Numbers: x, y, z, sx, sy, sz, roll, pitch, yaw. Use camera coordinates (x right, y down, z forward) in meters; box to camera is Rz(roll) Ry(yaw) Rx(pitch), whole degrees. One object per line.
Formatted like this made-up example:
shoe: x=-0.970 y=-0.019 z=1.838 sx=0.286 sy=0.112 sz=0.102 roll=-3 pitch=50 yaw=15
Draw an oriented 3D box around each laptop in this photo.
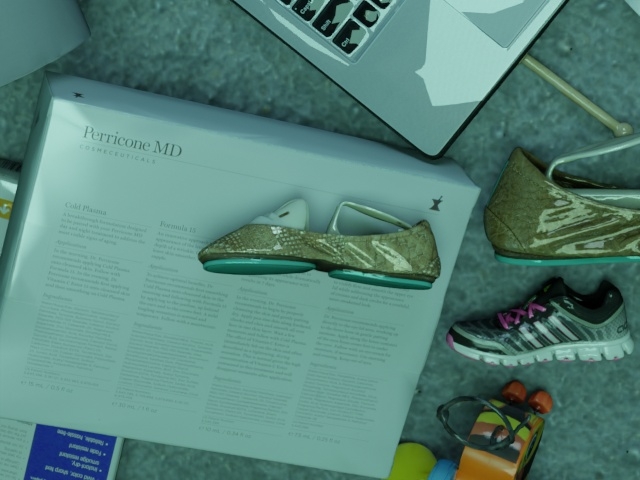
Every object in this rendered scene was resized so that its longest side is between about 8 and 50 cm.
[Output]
laptop: x=0.038 y=-0.316 z=1.423 sx=0.408 sy=0.236 sz=0.382 roll=39 pitch=105 yaw=1

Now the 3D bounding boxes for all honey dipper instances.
honey dipper: x=0.210 y=-0.136 z=1.585 sx=0.160 sy=0.030 sz=0.030 roll=34 pitch=105 yaw=-12

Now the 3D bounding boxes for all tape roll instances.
tape roll: x=-0.303 y=-0.162 z=1.499 sx=0.219 sy=0.219 sz=0.072 roll=-19 pitch=106 yaw=8

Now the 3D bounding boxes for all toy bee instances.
toy bee: x=0.167 y=0.216 z=1.639 sx=0.195 sy=0.162 sz=0.298 roll=36 pitch=135 yaw=2

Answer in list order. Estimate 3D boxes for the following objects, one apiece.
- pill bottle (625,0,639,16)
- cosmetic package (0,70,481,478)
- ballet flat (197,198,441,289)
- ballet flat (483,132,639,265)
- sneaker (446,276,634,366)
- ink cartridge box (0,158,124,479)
pill bottle: x=0.312 y=-0.232 z=1.528 sx=0.067 sy=0.067 sz=0.120 roll=43 pitch=104 yaw=-10
cosmetic package: x=-0.084 y=0.035 z=1.567 sx=0.377 sy=0.097 sz=0.284 roll=12 pitch=109 yaw=-17
ballet flat: x=0.000 y=0.000 z=1.499 sx=0.206 sy=0.073 sz=0.067 roll=6 pitch=81 yaw=-18
ballet flat: x=0.314 y=-0.032 z=1.573 sx=0.342 sy=0.116 sz=0.124 roll=5 pitch=103 yaw=7
sneaker: x=0.197 y=0.068 z=1.629 sx=0.170 sy=0.063 sz=0.075 roll=-2 pitch=107 yaw=-2
ink cartridge box: x=-0.254 y=0.122 z=1.664 sx=0.175 sy=0.069 sz=0.371 roll=14 pitch=104 yaw=-3
